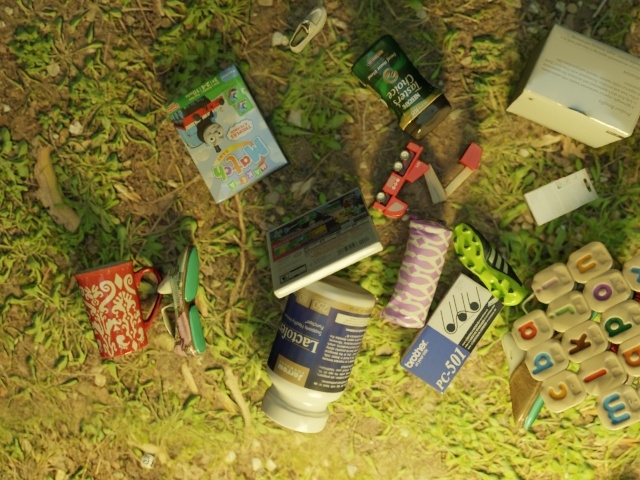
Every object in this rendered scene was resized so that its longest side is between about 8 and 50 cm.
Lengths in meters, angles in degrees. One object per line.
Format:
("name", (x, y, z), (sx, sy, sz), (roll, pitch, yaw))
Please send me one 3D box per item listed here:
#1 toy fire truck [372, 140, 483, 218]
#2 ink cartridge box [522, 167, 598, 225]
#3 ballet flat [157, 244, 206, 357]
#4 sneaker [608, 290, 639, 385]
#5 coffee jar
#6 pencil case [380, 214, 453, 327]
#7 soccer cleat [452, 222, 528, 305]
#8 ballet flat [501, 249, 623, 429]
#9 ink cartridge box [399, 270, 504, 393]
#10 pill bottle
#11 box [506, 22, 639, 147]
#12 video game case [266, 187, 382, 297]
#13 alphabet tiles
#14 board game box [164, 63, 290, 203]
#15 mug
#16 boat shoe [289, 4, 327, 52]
("toy fire truck", (0.195, -0.113, 1.182), (0.135, 0.047, 0.192), (30, 97, 3))
("ink cartridge box", (0.431, -0.079, 1.162), (0.115, 0.029, 0.063), (-25, 89, 7))
("ballet flat", (-0.272, 0.120, 1.246), (0.079, 0.077, 0.222), (-2, 97, 12))
("sneaker", (0.584, 0.181, 1.120), (0.125, 0.104, 0.262), (26, 96, 3))
("coffee jar", (0.148, -0.273, 1.162), (0.096, 0.079, 0.184), (-42, 88, 8))
("pencil case", (0.174, 0.056, 1.176), (0.088, 0.086, 0.206), (18, 95, 32))
("soccer cleat", (0.306, 0.042, 1.173), (0.060, 0.072, 0.179), (-48, 65, 33))
("ballet flat", (0.404, 0.164, 1.148), (0.124, 0.116, 0.343), (33, 97, 25))
("ink cartridge box", (0.243, 0.169, 1.192), (0.097, 0.046, 0.207), (33, 97, 5))
("pill bottle", (-0.010, 0.200, 1.173), (0.153, 0.153, 0.265), (19, 95, 6))
("box", (0.428, -0.250, 1.076), (0.180, 0.182, 0.119), (25, 94, 5))
("video game case", (0.000, 0.000, 1.158), (0.201, 0.183, 0.023), (-26, 125, 9))
("alphabet tiles", (0.458, 0.147, 1.036), (0.278, 0.021, 0.284), (-36, 54, 27))
("board game box", (-0.177, -0.201, 1.230), (0.160, 0.039, 0.212), (-29, 90, 8))
("mug", (-0.381, 0.128, 1.242), (0.150, 0.113, 0.170), (-11, 95, 10))
("boat shoe", (-0.024, -0.396, 1.199), (0.035, 0.035, 0.100), (41, 98, 4))
